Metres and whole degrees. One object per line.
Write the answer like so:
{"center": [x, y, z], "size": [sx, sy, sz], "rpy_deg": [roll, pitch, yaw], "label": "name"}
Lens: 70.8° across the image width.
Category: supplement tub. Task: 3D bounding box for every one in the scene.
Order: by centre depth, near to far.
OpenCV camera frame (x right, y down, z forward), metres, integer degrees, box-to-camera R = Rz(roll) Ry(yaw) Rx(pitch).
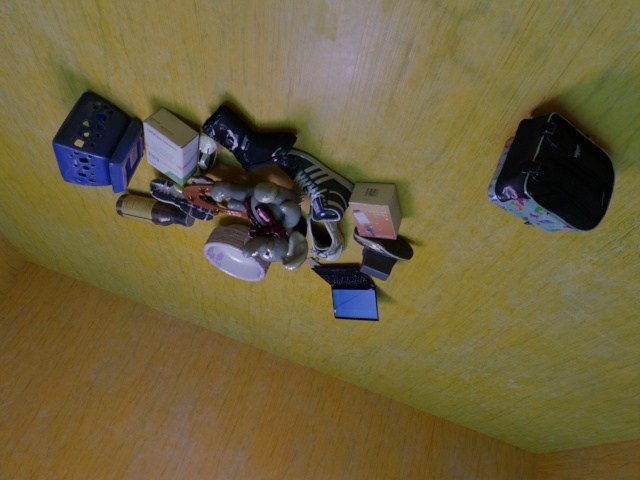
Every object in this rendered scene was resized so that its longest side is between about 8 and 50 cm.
{"center": [-0.155, -0.039, 1.709], "size": [0.197, 0.106, 0.106], "rpy_deg": [-1, 143, 33], "label": "supplement tub"}

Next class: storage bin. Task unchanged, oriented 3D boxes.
{"center": [0.216, 0.086, 1.687], "size": [0.135, 0.091, 0.098], "rpy_deg": [21, 149, 0], "label": "storage bin"}

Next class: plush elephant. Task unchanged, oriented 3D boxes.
{"center": [-0.172, -0.042, 1.437], "size": [0.271, 0.256, 0.330], "rpy_deg": [6, -179, 33], "label": "plush elephant"}

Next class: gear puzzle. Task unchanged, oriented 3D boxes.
{"center": [-0.281, -0.176, 1.578], "size": [0.338, 0.044, 0.175], "rpy_deg": [12, 167, -11], "label": "gear puzzle"}

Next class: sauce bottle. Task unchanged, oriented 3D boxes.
{"center": [-0.699, -0.120, 1.918], "size": [0.344, 0.111, 0.111], "rpy_deg": [13, 148, 15], "label": "sauce bottle"}

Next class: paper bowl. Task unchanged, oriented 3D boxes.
{"center": [-0.339, 0.040, 1.907], "size": [0.284, 0.148, 0.284], "rpy_deg": [15, 149, 9], "label": "paper bowl"}

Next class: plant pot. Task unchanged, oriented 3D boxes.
{"center": [-0.737, -0.314, 1.532], "size": [0.212, 0.236, 0.236], "rpy_deg": [20, 151, -11], "label": "plant pot"}

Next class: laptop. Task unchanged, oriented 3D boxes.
{"center": [0.105, 0.230, 1.933], "size": [0.234, 0.137, 0.264], "rpy_deg": [-4, 148, 35], "label": "laptop"}

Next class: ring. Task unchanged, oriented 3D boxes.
{"center": [-0.336, -0.130, 1.641], "size": [0.336, 0.032, 0.336], "rpy_deg": [8, 166, 2], "label": "ring"}

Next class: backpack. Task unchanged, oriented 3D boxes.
{"center": [0.528, -0.136, 1.023], "size": [0.253, 0.225, 0.191], "rpy_deg": [25, 172, -14], "label": "backpack"}

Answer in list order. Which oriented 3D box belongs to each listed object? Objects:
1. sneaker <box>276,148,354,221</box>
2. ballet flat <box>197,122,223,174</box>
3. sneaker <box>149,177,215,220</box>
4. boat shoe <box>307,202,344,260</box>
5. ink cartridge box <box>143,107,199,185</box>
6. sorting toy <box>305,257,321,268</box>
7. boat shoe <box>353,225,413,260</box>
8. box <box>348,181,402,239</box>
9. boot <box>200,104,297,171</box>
{"center": [-0.032, -0.163, 1.390], "size": [0.282, 0.153, 0.099], "rpy_deg": [28, 148, -10], "label": "sneaker"}
{"center": [-0.364, -0.293, 1.474], "size": [0.080, 0.073, 0.232], "rpy_deg": [25, 149, -2], "label": "ballet flat"}
{"center": [-0.538, -0.170, 1.780], "size": [0.275, 0.107, 0.110], "rpy_deg": [29, 177, -18], "label": "sneaker"}
{"center": [0.008, 0.001, 1.619], "size": [0.135, 0.157, 0.367], "rpy_deg": [15, 148, 12], "label": "boat shoe"}
{"center": [-0.491, -0.306, 1.488], "size": [0.154, 0.093, 0.212], "rpy_deg": [35, 150, 3], "label": "ink cartridge box"}
{"center": [-0.026, 0.094, 1.927], "size": [0.062, 0.012, 0.083], "rpy_deg": [42, 148, -22], "label": "sorting toy"}
{"center": [0.219, 0.012, 1.590], "size": [0.223, 0.080, 0.073], "rpy_deg": [25, 155, 5], "label": "boat shoe"}
{"center": [0.178, -0.093, 1.430], "size": [0.130, 0.091, 0.171], "rpy_deg": [6, 146, 25], "label": "box"}
{"center": [-0.217, -0.313, 1.328], "size": [0.246, 0.094, 0.207], "rpy_deg": [-12, 137, 44], "label": "boot"}
